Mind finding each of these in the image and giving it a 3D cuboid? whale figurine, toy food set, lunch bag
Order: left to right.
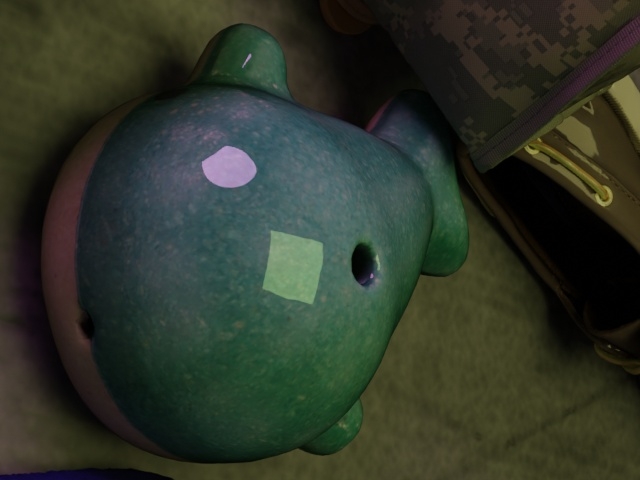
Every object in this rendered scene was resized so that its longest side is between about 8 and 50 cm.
[{"bbox_3d":[0.000,0.000,0.784,0.272,0.141,0.216,-21,102,-46],"label":"whale figurine"},{"bbox_3d":[0.025,-0.158,0.908,0.083,0.020,0.083,-26,106,-45],"label":"toy food set"},{"bbox_3d":[0.132,-0.213,0.786,0.169,0.287,0.235,-33,86,-42],"label":"lunch bag"}]

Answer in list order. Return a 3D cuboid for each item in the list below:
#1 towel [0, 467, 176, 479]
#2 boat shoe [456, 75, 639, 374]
[{"bbox_3d":[-0.047,0.172,0.614,0.228,0.308,0.076,5,101,-46],"label":"towel"},{"bbox_3d":[0.192,0.021,1.012,0.324,0.117,0.096,53,57,-26],"label":"boat shoe"}]
